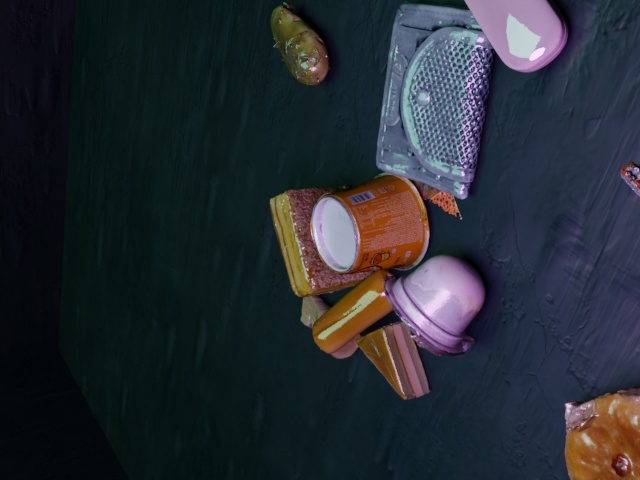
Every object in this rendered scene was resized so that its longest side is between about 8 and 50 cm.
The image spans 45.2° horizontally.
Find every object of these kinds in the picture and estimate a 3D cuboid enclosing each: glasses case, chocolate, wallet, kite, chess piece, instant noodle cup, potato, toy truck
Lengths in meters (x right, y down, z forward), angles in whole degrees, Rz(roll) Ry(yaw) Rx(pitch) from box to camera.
[{"bbox_3d":[0.304,-0.414,1.281,0.113,0.075,0.296,-37,66,32],"label":"glasses case"},{"bbox_3d":[0.239,0.108,1.448,0.147,0.221,0.221,-41,62,23],"label":"chocolate"},{"bbox_3d":[0.211,-0.270,1.458,0.237,0.075,0.342,26,117,43],"label":"wallet"},{"bbox_3d":[0.215,-0.137,1.544,0.222,0.008,0.125,31,120,47],"label":"kite"},{"bbox_3d":[0.011,0.198,1.857,0.200,0.090,0.090,40,129,52],"label":"chess piece"},{"bbox_3d":[0.093,-0.026,1.591,0.216,0.172,0.215,25,121,50],"label":"instant noodle cup"},{"bbox_3d":[-0.051,-0.450,1.769,0.225,0.090,0.117,61,140,24],"label":"potato"},{"bbox_3d":[0.486,-0.080,1.158,0.083,0.024,0.032,55,160,34],"label":"toy truck"}]

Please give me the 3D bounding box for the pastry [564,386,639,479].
[{"bbox_3d":[0.485,0.346,1.178,0.257,0.121,0.235,-37,68,53],"label":"pastry"}]

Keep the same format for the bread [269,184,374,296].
[{"bbox_3d":[0.000,0.000,1.724,0.110,0.184,0.234,-31,71,57],"label":"bread"}]

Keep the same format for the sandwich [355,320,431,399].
[{"bbox_3d":[0.156,0.268,1.662,0.113,0.079,0.163,-34,71,54],"label":"sandwich"}]

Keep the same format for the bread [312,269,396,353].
[{"bbox_3d":[0.073,0.160,1.685,0.239,0.074,0.092,-41,64,23],"label":"bread"}]
